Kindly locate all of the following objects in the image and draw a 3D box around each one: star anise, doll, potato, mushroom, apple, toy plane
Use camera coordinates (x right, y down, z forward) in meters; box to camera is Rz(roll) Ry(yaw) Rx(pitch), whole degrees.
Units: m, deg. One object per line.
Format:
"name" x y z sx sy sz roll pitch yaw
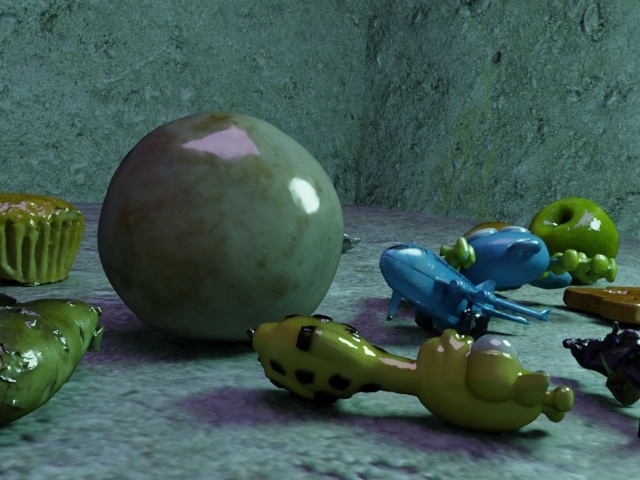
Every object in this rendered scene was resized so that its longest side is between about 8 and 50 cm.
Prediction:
"star anise" 0.013 0.001 1.767 0.172 0.063 0.208 5 2 -32
"doll" 0.281 0.038 1.162 0.346 0.098 0.341 2 -9 -12
"potato" -0.261 0.095 0.600 0.118 0.090 0.225 5 7 5
"mushroom" -0.123 -0.004 0.891 0.298 0.297 0.290 3 -17 -13
"apple" 0.552 0.002 1.541 0.157 0.196 0.196 45 -11 -23
"doll" 0.076 0.118 0.638 0.291 0.086 0.117 7 -23 12
"toy plane" 0.163 0.073 0.946 0.271 0.104 0.254 17 -5 -43

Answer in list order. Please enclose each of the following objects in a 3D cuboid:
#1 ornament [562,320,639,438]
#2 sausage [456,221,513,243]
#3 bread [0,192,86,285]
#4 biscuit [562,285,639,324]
"ornament" 0.318 0.127 0.712 0.081 0.088 0.203 5 5 -3
"sausage" 0.356 0.028 1.492 0.134 0.115 0.354 21 14 17
"bread" -0.510 -0.010 1.153 0.240 0.138 0.240 4 6 0
"biscuit" 0.584 0.111 1.184 0.307 0.043 0.284 -2 6 -36
